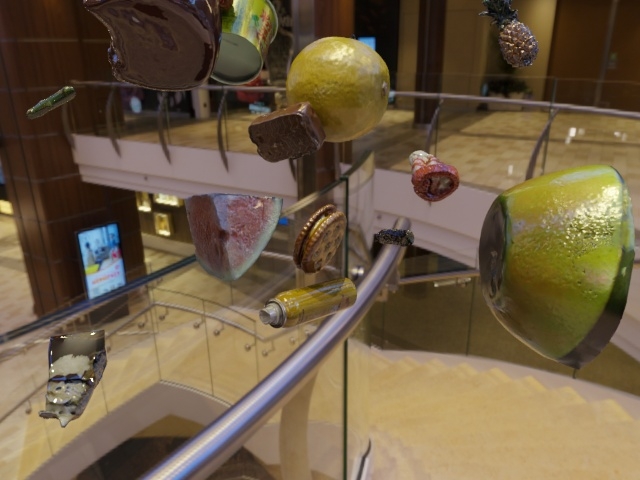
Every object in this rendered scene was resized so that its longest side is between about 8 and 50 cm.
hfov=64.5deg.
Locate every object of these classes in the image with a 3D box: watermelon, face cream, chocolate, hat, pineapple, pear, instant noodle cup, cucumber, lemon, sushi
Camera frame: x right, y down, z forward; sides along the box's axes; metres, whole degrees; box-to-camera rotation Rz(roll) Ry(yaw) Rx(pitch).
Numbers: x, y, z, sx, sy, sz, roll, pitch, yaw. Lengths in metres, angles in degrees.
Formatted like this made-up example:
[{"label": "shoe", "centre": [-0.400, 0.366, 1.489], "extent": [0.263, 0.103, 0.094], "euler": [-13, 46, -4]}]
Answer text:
[{"label": "watermelon", "centre": [-0.256, -0.036, 1.361], "extent": [0.213, 0.201, 0.262], "euler": [4, 63, 45]}, {"label": "face cream", "centre": [-0.037, 0.185, 1.487], "extent": [0.105, 0.105, 0.348], "euler": [17, 17, 39]}, {"label": "chocolate", "centre": [-0.101, -0.325, 1.525], "extent": [0.214, 0.148, 0.093], "euler": [-5, 38, 32]}, {"label": "hat", "centre": [0.249, -0.166, 1.190], "extent": [0.112, 0.094, 0.162], "euler": [0, 42, -12]}, {"label": "pineapple", "centre": [0.474, -0.521, 1.266], "extent": [0.103, 0.221, 0.083], "euler": [-4, -23, -32]}, {"label": "pear", "centre": [0.412, 0.031, 0.981], "extent": [0.165, 0.399, 0.399], "euler": [8, 21, 3]}, {"label": "instant noodle cup", "centre": [-0.312, -0.721, 1.825], "extent": [0.311, 0.311, 0.221], "euler": [1, 60, 5]}, {"label": "cucumber", "centre": [0.215, -0.011, 1.495], "extent": [0.053, 0.053, 0.181], "euler": [-11, 8, -24]}, {"label": "lemon", "centre": [0.057, -0.474, 1.611], "extent": [0.348, 0.348, 0.348], "euler": [-1, 21, 0]}, {"label": "sushi", "centre": [-0.611, 0.365, 1.272], "extent": [0.134, 0.109, 0.273], "euler": [-3, 44, -15]}]

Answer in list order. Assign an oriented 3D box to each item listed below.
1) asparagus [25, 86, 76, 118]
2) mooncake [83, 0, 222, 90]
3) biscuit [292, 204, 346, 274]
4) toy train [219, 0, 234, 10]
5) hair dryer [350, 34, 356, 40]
[{"label": "asparagus", "centre": [-0.527, -0.268, 0.989], "extent": [0.108, 0.025, 0.021], "euler": [-32, 21, -5]}, {"label": "mooncake", "centre": [-0.384, -0.504, 1.191], "extent": [0.333, 0.174, 0.326], "euler": [-9, -23, 24]}, {"label": "biscuit", "centre": [0.000, 0.000, 1.506], "extent": [0.066, 0.220, 0.220], "euler": [31, 32, 20]}, {"label": "toy train", "centre": [-0.426, -0.861, 1.577], "extent": [0.369, 0.163, 0.232], "euler": [15, 22, -22]}, {"label": "hair dryer", "centre": [0.118, -0.545, 1.801], "extent": [0.189, 0.352, 0.107], "euler": [-20, 41, -33]}]
